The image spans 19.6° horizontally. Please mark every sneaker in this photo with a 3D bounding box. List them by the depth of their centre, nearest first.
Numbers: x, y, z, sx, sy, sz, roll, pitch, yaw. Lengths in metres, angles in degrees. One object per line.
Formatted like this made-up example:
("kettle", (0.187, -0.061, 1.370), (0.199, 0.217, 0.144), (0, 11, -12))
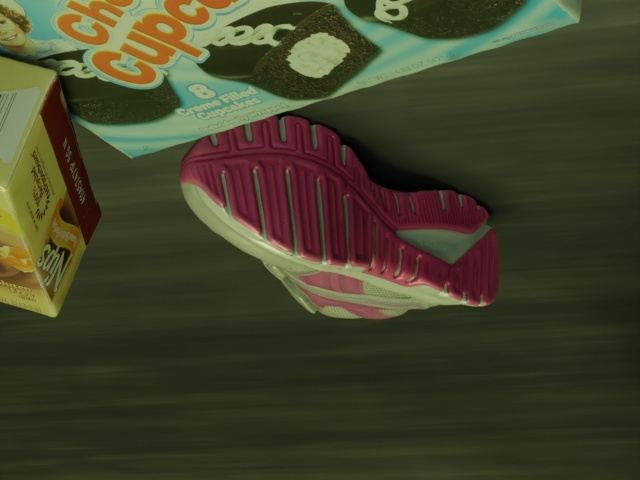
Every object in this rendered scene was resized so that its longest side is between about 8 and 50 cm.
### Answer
("sneaker", (0.000, 0.000, 1.258), (0.252, 0.103, 0.111), (25, 146, -33))

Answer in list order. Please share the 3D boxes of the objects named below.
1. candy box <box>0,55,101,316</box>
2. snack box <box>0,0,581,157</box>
("candy box", (-0.305, -0.064, 1.126), (0.316, 0.088, 0.183), (16, 155, 9))
("snack box", (-0.042, -0.144, 1.018), (0.322, 0.060, 0.187), (-14, 146, 35))
